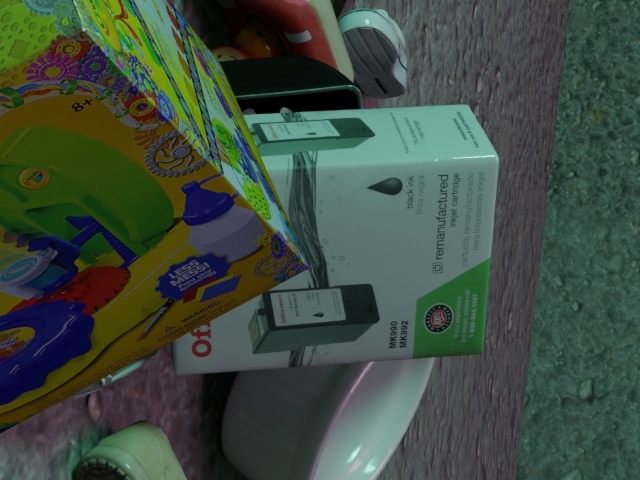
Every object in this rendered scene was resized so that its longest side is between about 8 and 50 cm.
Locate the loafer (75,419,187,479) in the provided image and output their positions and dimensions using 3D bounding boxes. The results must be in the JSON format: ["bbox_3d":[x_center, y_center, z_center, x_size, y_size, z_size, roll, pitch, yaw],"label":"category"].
[{"bbox_3d":[-0.146,0.282,1.149,0.092,0.102,0.268,-53,140,-45],"label":"loafer"}]

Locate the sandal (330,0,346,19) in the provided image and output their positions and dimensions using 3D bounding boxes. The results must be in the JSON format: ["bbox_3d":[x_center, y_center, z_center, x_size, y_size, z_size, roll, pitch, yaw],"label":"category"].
[{"bbox_3d":[0.022,-0.355,1.568,0.219,0.060,0.090,-57,150,-27],"label":"sandal"}]

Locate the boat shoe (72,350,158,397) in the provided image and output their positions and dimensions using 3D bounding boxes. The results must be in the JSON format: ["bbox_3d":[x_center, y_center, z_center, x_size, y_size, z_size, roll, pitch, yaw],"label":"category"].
[{"bbox_3d":[-0.205,0.091,1.009,0.227,0.081,0.079,-22,112,-67],"label":"boat shoe"}]

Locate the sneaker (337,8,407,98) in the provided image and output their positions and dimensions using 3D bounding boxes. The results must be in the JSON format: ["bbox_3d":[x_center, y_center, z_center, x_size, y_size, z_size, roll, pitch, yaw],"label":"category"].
[{"bbox_3d":[0.066,-0.275,1.646,0.258,0.094,0.091,51,34,-75],"label":"sneaker"}]

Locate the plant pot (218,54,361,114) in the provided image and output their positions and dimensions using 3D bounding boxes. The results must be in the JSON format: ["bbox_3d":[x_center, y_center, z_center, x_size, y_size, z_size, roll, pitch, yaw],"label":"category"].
[{"bbox_3d":[-0.064,-0.092,1.182,0.167,0.187,0.188,-106,-168,-58],"label":"plant pot"}]

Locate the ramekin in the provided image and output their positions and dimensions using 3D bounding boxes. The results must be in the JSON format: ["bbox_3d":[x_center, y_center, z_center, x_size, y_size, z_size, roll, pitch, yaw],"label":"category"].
[{"bbox_3d":[0.008,0.180,1.373,0.277,0.135,0.277,-47,154,-32],"label":"ramekin"}]

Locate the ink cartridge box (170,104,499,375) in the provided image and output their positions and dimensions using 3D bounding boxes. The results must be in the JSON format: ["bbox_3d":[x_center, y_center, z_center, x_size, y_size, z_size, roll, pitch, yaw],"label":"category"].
[{"bbox_3d":[0.000,0.000,1.078,0.121,0.289,0.211,-105,-167,-59],"label":"ink cartridge box"}]

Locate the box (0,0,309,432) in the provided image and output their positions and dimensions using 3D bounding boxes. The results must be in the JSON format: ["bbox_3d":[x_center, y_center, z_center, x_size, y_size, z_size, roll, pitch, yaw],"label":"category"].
[{"bbox_3d":[-0.206,-0.036,0.661,0.177,0.290,0.279,66,9,29],"label":"box"}]

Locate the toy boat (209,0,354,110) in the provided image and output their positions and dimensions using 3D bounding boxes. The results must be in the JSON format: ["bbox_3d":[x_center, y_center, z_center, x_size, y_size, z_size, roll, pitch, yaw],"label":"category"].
[{"bbox_3d":[-0.070,-0.208,1.278,0.151,0.151,0.231,-45,142,-17],"label":"toy boat"}]
